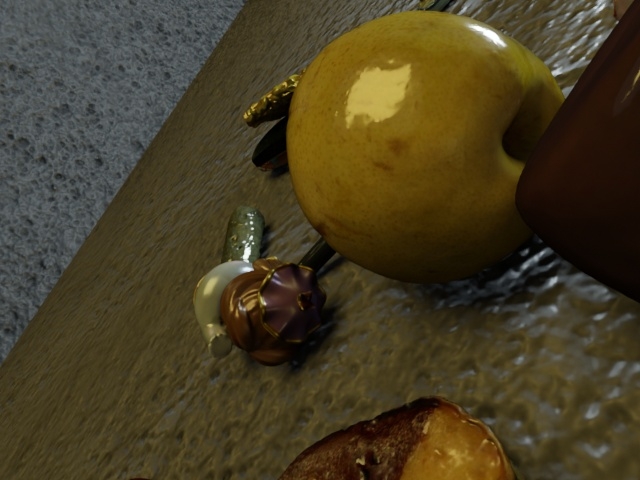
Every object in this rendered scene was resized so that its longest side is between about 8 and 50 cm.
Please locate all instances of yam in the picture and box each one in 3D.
[{"bbox_3d":[-0.152,0.012,1.127,0.078,0.078,0.179,-33,36,30],"label":"yam"}]

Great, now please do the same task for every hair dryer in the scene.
[{"bbox_3d":[0.000,0.000,0.882,0.255,0.128,0.070,-46,22,32],"label":"hair dryer"}]

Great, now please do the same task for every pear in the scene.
[{"bbox_3d":[0.108,-0.101,0.643,0.314,0.314,0.314,-36,31,26],"label":"pear"}]

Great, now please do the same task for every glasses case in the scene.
[{"bbox_3d":[-0.034,-0.243,1.250,0.321,0.082,0.122,-22,35,43],"label":"glasses case"}]

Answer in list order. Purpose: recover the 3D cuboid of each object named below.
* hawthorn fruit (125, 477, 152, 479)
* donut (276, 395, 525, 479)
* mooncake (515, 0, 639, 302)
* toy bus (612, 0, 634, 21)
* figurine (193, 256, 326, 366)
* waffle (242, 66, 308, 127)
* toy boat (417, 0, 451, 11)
[{"bbox_3d":[-0.223,0.377,0.726,0.172,0.148,0.148,-11,43,24],"label":"hawthorn fruit"},{"bbox_3d":[0.087,0.220,0.484,0.295,0.112,0.151,-4,49,53],"label":"donut"},{"bbox_3d":[0.291,-0.116,0.403,0.333,0.174,0.326,-58,-11,23],"label":"mooncake"},{"bbox_3d":[0.431,-0.260,0.530,0.127,0.147,0.303,-59,27,-4],"label":"toy bus"},{"bbox_3d":[-0.099,0.099,0.869,0.263,0.142,0.189,2,56,58],"label":"figurine"},{"bbox_3d":[-0.047,-0.326,1.290,0.245,0.052,0.254,-28,3,-40],"label":"waffle"},{"bbox_3d":[0.262,-0.590,1.201,0.262,0.115,0.114,-54,28,-6],"label":"toy boat"}]
